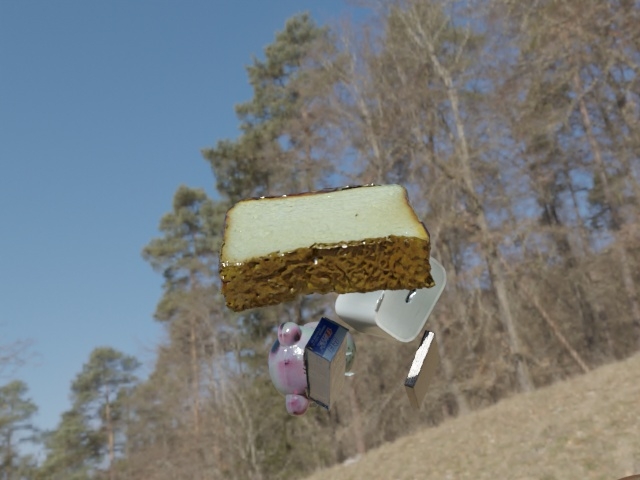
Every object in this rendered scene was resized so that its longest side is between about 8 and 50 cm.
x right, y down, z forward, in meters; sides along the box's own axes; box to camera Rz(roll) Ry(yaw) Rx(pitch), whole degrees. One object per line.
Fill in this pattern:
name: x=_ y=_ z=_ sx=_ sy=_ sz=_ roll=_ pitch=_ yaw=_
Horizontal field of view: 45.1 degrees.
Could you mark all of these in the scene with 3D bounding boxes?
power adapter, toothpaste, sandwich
power adapter: x=0.135 y=0.112 z=1.672 sx=0.124 sy=0.187 sz=0.255 roll=37 pitch=-15 yaw=-19
toothpaste: x=0.010 y=0.214 z=1.296 sx=0.053 sy=0.066 sz=0.272 roll=28 pitch=-24 yaw=14
sandwich: x=0.000 y=0.000 z=1.156 sx=0.301 sy=0.099 sz=0.271 roll=-8 pitch=19 yaw=1

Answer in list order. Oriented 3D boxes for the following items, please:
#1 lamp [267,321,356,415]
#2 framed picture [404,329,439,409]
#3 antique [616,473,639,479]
lamp: x=-0.002 y=0.327 z=2.082 sx=0.247 sy=0.247 sz=0.301 roll=-2 pitch=2 yaw=27
framed picture: x=0.218 y=0.279 z=1.650 sx=0.023 sy=0.128 sz=0.168 roll=18 pitch=-22 yaw=20
antique: x=0.608 y=0.532 z=1.397 sx=0.278 sy=0.223 sz=0.129 roll=-31 pitch=-54 yaw=13
